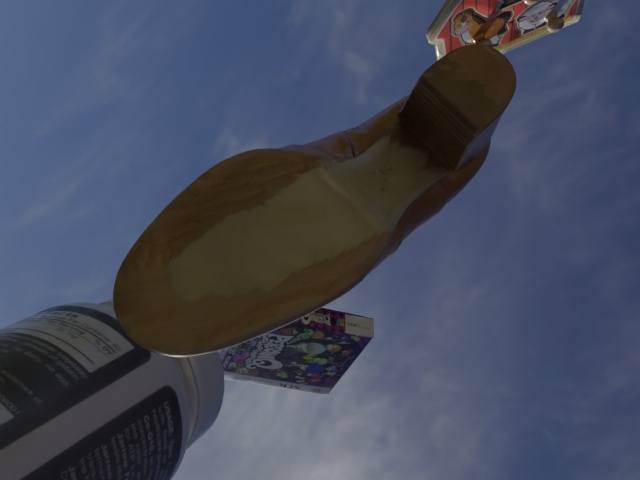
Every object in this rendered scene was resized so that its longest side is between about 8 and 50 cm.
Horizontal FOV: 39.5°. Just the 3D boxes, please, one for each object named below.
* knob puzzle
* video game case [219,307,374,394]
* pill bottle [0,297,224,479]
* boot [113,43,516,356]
[{"bbox_3d":[0.203,-0.240,0.924,0.213,0.213,0.030,-33,-112,30],"label":"knob puzzle"},{"bbox_3d":[-0.049,0.179,1.475,0.232,0.210,0.042,121,-24,-51],"label":"video game case"},{"bbox_3d":[-0.240,0.171,0.760,0.204,0.361,0.204,5,-76,22],"label":"pill bottle"},{"bbox_3d":[0.000,-0.001,0.600,0.295,0.211,0.104,-36,-101,-18],"label":"boot"}]
